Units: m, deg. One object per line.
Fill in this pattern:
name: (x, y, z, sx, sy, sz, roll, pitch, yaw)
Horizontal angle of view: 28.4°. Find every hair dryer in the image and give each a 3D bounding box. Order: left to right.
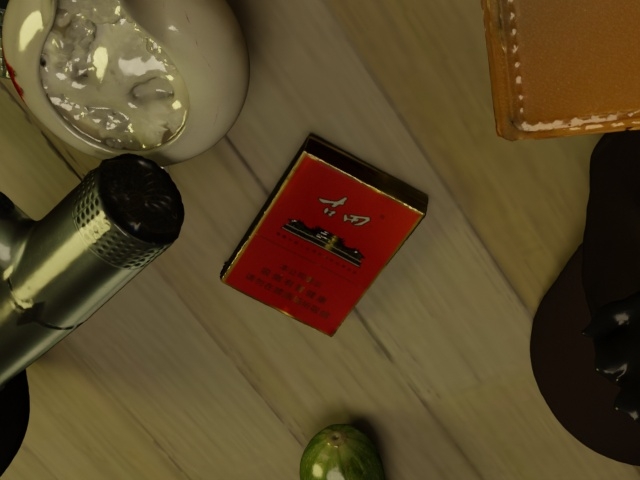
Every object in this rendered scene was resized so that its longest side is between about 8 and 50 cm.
hair dryer: (-0.256, -0.014, 0.822, 0.284, 0.155, 0.320, 46, 130, 6)

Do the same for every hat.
hat: (0.244, 0.072, 0.727, 0.238, 0.209, 0.336, 17, 130, -5)

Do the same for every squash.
squash: (0.029, 0.232, 0.988, 0.066, 0.066, 0.229, -3, 127, 15)

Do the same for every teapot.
teapot: (-0.110, -0.102, 0.743, 0.145, 0.092, 0.226, 6, 137, 13)

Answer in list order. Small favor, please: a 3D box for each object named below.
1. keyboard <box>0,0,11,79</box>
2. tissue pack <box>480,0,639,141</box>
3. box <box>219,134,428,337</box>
keyboard: (-0.266, -0.141, 0.800, 0.176, 0.014, 0.055, 13, 132, 3)
tissue pack: (0.134, -0.209, 0.544, 0.145, 0.194, 0.274, -2, 127, 14)
box: (0.000, 0.000, 0.842, 0.090, 0.023, 0.133, 28, 128, -11)
